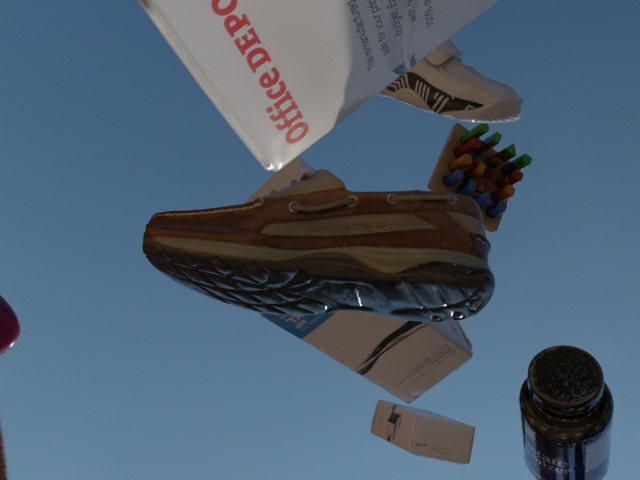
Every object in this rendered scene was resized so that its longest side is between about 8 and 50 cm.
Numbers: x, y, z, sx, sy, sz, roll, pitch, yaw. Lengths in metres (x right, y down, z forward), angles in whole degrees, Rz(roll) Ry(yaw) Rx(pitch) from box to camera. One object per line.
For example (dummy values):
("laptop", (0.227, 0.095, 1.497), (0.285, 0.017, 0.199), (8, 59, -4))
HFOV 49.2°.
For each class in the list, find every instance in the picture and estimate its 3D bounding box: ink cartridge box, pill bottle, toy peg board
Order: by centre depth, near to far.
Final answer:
("ink cartridge box", (0.023, -0.191, 0.377), (0.272, 0.198, 0.115), (-38, -114, 0))
("pill bottle", (0.340, 0.247, 0.972), (0.122, 0.123, 0.219), (22, -33, 36))
("ink cartridge box", (0.060, 0.076, 1.244), (0.166, 0.395, 0.285), (-41, -143, 17))
("toy peg board", (0.306, -0.129, 1.306), (0.161, 0.161, 0.079), (33, -28, -13))
("ink cartridge box", (0.210, 0.397, 1.458), (0.190, 0.139, 0.082), (167, -62, -69))

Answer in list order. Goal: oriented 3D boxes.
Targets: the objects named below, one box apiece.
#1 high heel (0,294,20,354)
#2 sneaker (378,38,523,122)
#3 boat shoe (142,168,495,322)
("high heel", (-0.436, -0.020, 0.615), (0.377, 0.127, 0.181), (26, -51, -16))
("sneaker", (0.151, -0.313, 1.061), (0.365, 0.137, 0.210), (21, -74, 14))
("boat shoe", (0.000, 0.000, 0.667), (0.323, 0.123, 0.120), (5, -117, 7))
